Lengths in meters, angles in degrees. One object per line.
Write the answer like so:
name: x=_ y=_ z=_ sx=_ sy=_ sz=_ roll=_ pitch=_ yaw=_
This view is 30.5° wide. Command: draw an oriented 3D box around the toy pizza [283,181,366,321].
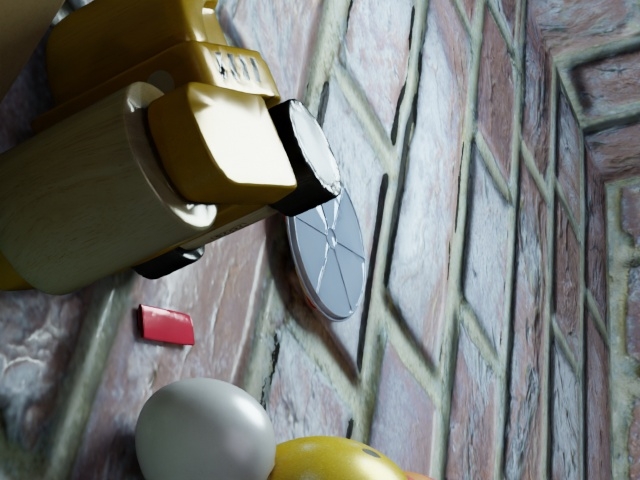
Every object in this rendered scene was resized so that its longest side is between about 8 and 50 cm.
toy pizza: x=0.000 y=0.000 z=1.406 sx=0.201 sy=0.032 sz=0.201 roll=40 pitch=43 yaw=-53

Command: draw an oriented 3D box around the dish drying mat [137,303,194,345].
dish drying mat: x=-0.143 y=0.079 z=1.089 sx=0.083 sy=0.008 sz=0.032 roll=20 pitch=61 yaw=-61

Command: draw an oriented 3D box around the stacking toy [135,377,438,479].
stacking toy: x=0.017 y=0.296 z=1.065 sx=0.480 sy=0.351 sz=0.350 roll=48 pitch=36 yaw=-23

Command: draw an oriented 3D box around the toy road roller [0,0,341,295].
toy road roller: x=-0.147 y=-0.102 z=0.947 sx=0.240 sy=0.202 sz=0.329 roll=67 pitch=19 yaw=3

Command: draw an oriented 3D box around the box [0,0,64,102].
box: x=-0.258 y=-0.161 z=0.796 sx=0.021 sy=0.164 sz=0.201 roll=41 pitch=15 yaw=20
